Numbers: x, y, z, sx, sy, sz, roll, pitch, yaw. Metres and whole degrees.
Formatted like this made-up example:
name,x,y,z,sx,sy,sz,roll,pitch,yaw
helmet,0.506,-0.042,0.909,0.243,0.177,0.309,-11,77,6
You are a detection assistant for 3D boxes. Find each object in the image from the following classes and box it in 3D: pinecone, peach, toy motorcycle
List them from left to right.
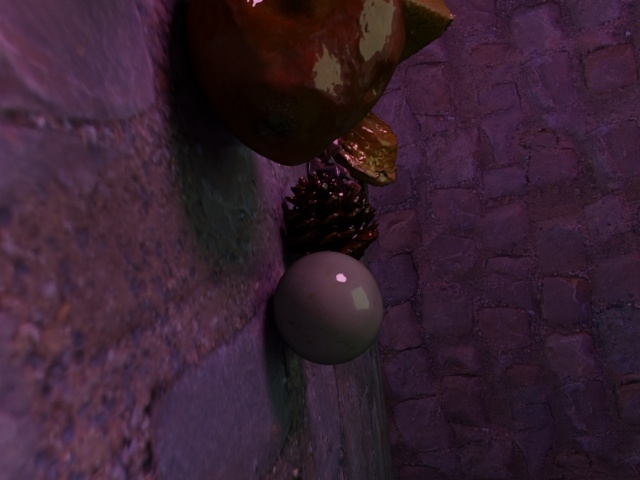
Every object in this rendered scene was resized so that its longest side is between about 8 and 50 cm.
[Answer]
name,x,y,z,sx,sy,sz,roll,pitch,yaw
peach,-0.023,-0.186,0.398,0.214,0.215,0.235,66,27,-59
pinecone,0.012,-0.030,0.665,0.173,0.174,0.173,-7,90,-80
toy motorcycle,0.032,-0.165,0.919,0.084,0.119,0.212,15,68,-64

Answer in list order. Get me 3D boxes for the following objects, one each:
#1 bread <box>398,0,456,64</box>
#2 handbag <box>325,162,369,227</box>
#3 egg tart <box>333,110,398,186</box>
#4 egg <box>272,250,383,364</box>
name,x,y,z,sx,sy,sz,roll,pitch,yaw
bread,0.099,-0.527,0.768,0.233,0.245,0.362,62,13,14
handbag,0.077,-0.133,1.156,0.179,0.117,0.204,15,69,-79
egg tart,0.115,-0.269,1.067,0.295,0.116,0.294,29,36,-24
egg,0.011,0.094,0.553,0.192,0.150,0.149,81,7,-63
